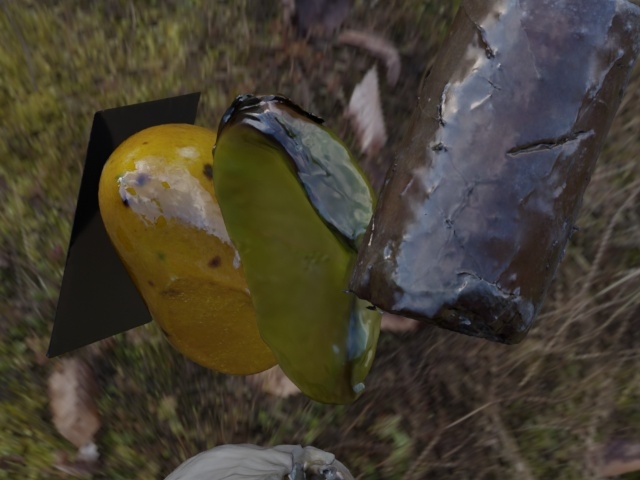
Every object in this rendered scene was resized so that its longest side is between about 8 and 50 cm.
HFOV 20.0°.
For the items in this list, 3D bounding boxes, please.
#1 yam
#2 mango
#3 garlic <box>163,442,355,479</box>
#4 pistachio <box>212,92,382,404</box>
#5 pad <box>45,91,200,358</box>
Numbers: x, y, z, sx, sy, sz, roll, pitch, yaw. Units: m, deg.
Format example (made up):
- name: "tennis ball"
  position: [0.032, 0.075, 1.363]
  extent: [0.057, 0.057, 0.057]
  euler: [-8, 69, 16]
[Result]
- name: "yam"
  position: [0.068, -0.032, 0.700]
  extent: [0.079, 0.079, 0.141]
  euler: [21, 93, 1]
- name: "mango"
  position: [-0.102, -0.004, 1.602]
  extent: [0.160, 0.290, 0.191]
  euler: [-18, 56, 16]
- name: "garlic"
  position: [-0.069, 0.201, 1.091]
  extent: [0.143, 0.229, 0.178]
  euler: [18, 112, 28]
- name: "pistachio"
  position: [0.000, 0.000, 0.963]
  extent: [0.049, 0.089, 0.173]
  euler: [-28, 104, -48]
- name: "pad"
  position: [-0.185, -0.016, 1.706]
  extent: [0.006, 0.170, 0.245]
  euler: [23, 112, 25]
